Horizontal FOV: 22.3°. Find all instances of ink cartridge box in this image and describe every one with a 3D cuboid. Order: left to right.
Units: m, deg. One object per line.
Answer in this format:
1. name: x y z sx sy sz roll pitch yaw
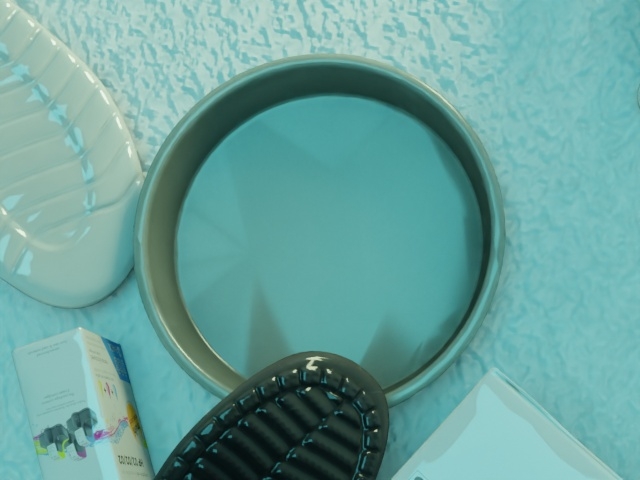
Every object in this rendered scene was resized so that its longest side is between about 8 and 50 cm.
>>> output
1. ink cartridge box: -0.173 0.167 1.251 0.061 0.104 0.181 -18 77 7

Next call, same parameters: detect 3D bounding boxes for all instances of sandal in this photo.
1. sandal: -0.291 -0.124 1.335 0.169 0.102 0.416 -38 88 -14

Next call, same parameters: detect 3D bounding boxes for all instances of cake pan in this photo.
1. cake pan: 0.000 0.000 1.280 0.293 0.054 0.293 -2 78 9

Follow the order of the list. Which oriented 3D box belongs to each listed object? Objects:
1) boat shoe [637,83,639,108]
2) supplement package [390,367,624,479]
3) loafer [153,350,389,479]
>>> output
1. boat shoe: 0.335 -0.110 1.238 0.184 0.063 0.066 11 81 12
2. supplement package: 0.094 0.260 1.148 0.175 0.177 0.293 42 88 15
3. loafer: -0.092 0.227 1.205 0.134 0.130 0.366 40 91 -6
